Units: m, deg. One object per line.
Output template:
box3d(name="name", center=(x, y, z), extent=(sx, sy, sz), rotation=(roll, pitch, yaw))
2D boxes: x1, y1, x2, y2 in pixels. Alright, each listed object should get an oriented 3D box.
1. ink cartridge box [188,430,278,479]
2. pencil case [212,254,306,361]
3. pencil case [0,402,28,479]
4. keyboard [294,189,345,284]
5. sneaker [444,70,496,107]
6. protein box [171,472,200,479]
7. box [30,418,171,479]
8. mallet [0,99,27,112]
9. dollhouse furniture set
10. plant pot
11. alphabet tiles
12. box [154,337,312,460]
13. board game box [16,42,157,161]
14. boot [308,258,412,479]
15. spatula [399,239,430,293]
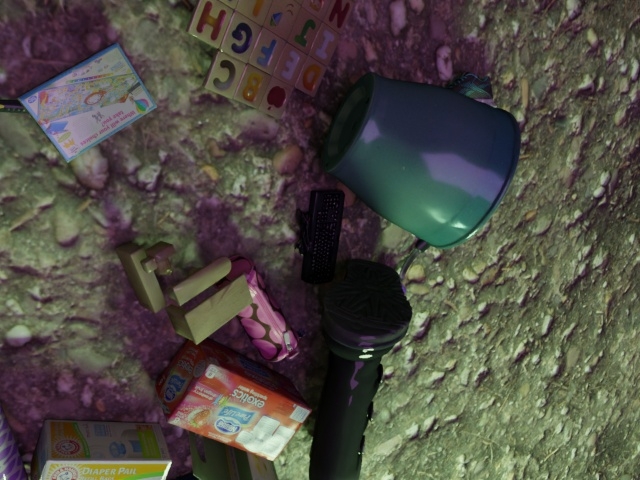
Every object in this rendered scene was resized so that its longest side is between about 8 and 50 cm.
box3d(name="ink cartridge box", center=(-0.159, 0.423, 1.020), extent=(0.056, 0.171, 0.235), rotation=(-33, 122, 0))
box3d(name="pencil case", center=(-0.112, 0.128, 0.975), extent=(0.095, 0.098, 0.209), rotation=(-37, 121, -11))
box3d(name="pencil case", center=(-0.530, 0.335, 0.841), extent=(0.088, 0.086, 0.205), rotation=(-3, 111, -2))
box3d(name="keyboard", center=(0.000, 0.000, 1.023), extent=(0.100, 0.038, 0.191), rotation=(-3, 110, -27))
box3d(name="sneaker", center=(0.276, -0.297, 1.053), extent=(0.167, 0.065, 0.076), rotation=(-4, 94, -31))
box3d(name="protein box", center=(-0.214, 0.597, 1.042), extent=(0.136, 0.200, 0.201), rotation=(-10, 114, -24))
box3d(name="box", center=(-0.380, 0.388, 0.921), extent=(0.203, 0.114, 0.103), rotation=(15, 101, -31))
box3d(name="mallet", center=(-0.460, -0.171, 0.708), extent=(0.190, 0.039, 0.062), rotation=(3, 106, -33))
box3d(name="dollhouse furniture set", center=(-0.222, 0.058, 0.877), extent=(0.123, 0.151, 0.144), rotation=(-36, 124, -37))
box3d(name="plant pot", center=(0.151, -0.154, 0.927), extent=(0.255, 0.271, 0.271), rotation=(22, 98, -18))
box3d(name="alphabet tiles", center=(-0.048, -0.363, 0.796), extent=(0.285, 0.011, 0.342), rotation=(9, 110, -55))
box3d(name="box", center=(-0.161, 0.294, 0.998), extent=(0.257, 0.123, 0.128), rotation=(36, 90, -34))
box3d(name="board game box", center=(-0.328, -0.197, 0.760), extent=(0.154, 0.026, 0.103), rotation=(-39, 123, -20))
box3d(name="boot", center=(0.044, 0.294, 0.996), extent=(0.146, 0.367, 0.444), rotation=(17, 105, 9))
box3d(name="spatula", center=(0.200, 0.040, 1.151), extent=(0.296, 0.030, 0.084), rotation=(-47, 119, -5))
